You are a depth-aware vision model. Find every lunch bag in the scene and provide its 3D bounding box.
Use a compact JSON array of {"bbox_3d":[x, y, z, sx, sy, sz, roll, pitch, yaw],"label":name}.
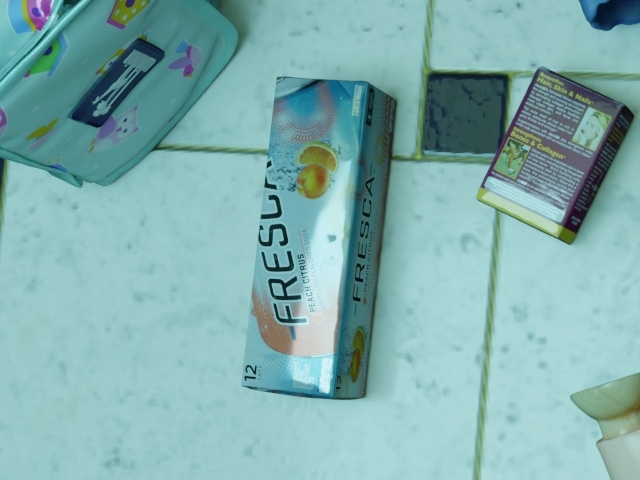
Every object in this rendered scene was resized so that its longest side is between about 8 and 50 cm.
[{"bbox_3d":[-0.142,-0.167,0.915,0.160,0.223,0.262,8,87,14],"label":"lunch bag"}]

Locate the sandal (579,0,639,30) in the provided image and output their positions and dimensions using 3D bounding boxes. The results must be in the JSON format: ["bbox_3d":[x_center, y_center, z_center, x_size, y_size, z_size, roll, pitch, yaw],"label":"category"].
[{"bbox_3d":[0.226,-0.215,0.851,0.138,0.126,0.317,18,89,24],"label":"sandal"}]

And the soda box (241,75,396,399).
[{"bbox_3d":[0.000,0.000,0.932,0.058,0.063,0.183,4,85,20],"label":"soda box"}]

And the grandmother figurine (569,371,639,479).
[{"bbox_3d":[0.244,0.221,0.811,0.208,0.104,0.342,-26,78,43],"label":"grandmother figurine"}]

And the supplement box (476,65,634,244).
[{"bbox_3d":[0.132,-0.047,0.902,0.055,0.043,0.083,28,94,20],"label":"supplement box"}]
